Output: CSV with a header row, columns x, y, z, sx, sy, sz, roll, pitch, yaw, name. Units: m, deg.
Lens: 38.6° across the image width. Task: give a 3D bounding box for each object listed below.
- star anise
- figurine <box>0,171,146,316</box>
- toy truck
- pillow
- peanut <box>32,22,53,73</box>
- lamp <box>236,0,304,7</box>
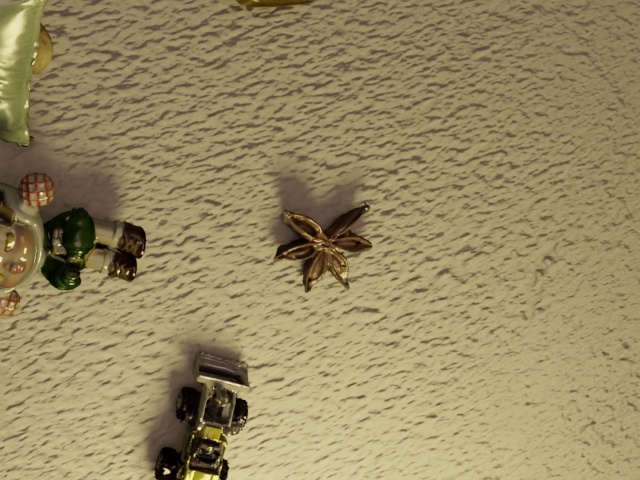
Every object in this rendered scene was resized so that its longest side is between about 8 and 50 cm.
x,y,z,sx,sy,sz,roll,pitch,yaw,name
0.003,0.016,1.760,0.208,0.063,0.171,-6,101,-25,star anise
-0.478,0.000,1.509,0.370,0.167,0.281,8,122,-31,figurine
-0.207,0.354,1.676,0.136,0.111,0.285,17,86,-21,toy truck
-0.580,-0.295,1.392,0.313,0.119,0.310,10,133,-15,pillow
-0.519,-0.377,1.480,0.120,0.110,0.236,-43,111,-22,peanut
-0.075,-0.495,1.628,0.185,0.161,0.161,-11,99,-23,lamp
